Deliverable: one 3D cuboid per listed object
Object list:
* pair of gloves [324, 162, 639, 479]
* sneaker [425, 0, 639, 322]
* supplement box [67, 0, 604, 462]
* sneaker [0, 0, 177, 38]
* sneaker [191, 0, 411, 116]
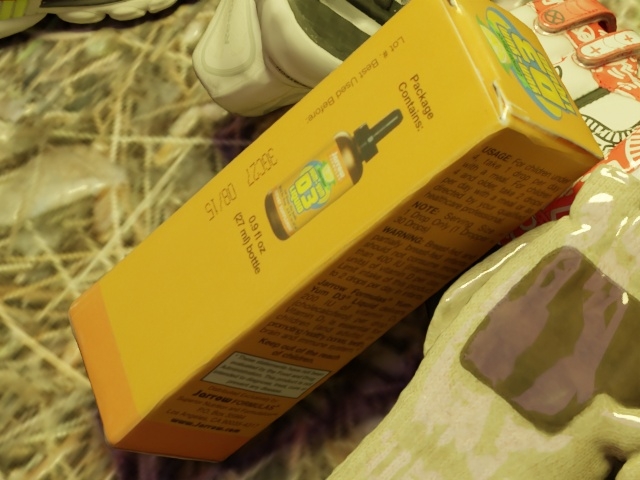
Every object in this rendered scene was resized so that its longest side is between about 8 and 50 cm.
[{"bbox_3d":[0.132,0.105,0.603,0.240,0.042,0.204,36,88,12],"label":"pair of gloves"},{"bbox_3d":[0.161,-0.053,0.692,0.270,0.090,0.145,-17,62,10],"label":"sneaker"},{"bbox_3d":[0.000,0.000,0.665,0.233,0.080,0.078,-41,54,28],"label":"supplement box"},{"bbox_3d":[-0.154,-0.173,0.830,0.279,0.118,0.107,-19,60,6],"label":"sneaker"},{"bbox_3d":[0.018,-0.180,0.795,0.118,0.110,0.292,-30,28,52],"label":"sneaker"}]
